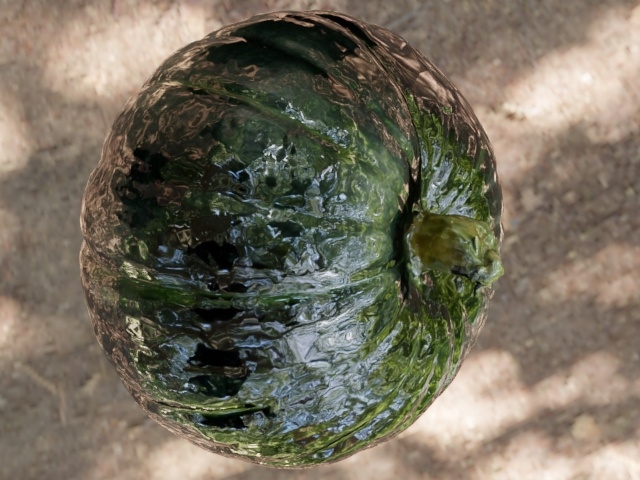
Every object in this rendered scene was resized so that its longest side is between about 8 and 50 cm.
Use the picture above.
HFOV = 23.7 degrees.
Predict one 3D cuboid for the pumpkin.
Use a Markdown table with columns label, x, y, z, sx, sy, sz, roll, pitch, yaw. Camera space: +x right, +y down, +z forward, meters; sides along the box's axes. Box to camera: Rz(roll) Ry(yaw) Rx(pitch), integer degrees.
| label | x | y | z | sx | sy | sz | roll | pitch | yaw |
| --- | --- | --- | --- | --- | --- | --- | --- | --- | --- |
| pumpkin | 0.000 | 0.000 | 0.801 | 0.216 | 0.250 | 0.250 | 3 | 146 | 32 |
